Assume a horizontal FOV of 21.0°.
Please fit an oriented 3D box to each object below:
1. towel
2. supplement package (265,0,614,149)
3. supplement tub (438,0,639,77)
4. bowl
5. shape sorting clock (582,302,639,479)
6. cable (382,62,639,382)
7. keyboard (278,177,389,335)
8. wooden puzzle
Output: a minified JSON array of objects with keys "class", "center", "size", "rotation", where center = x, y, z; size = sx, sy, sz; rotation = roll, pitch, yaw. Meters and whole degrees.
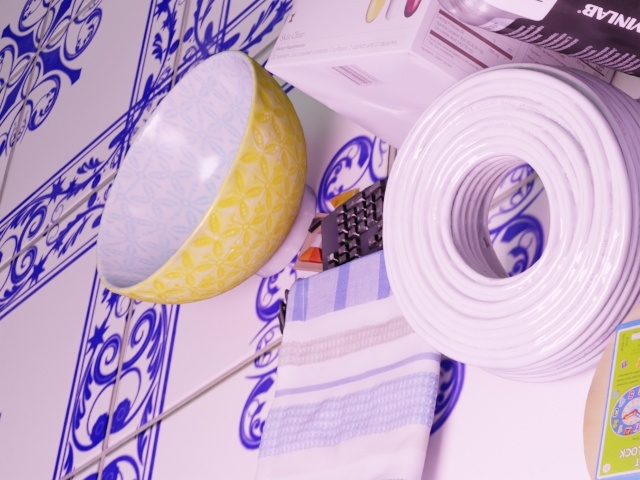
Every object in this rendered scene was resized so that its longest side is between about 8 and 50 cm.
[{"class":"towel","center":[0.025,0.133,1.560],"size":[0.209,0.034,0.285],"rotation":[-20,47,42]},{"class":"supplement package","center":[0.113,-0.180,1.586],"size":[0.262,0.204,0.145],"rotation":[3,66,60]},{"class":"supplement tub","center":[0.215,-0.233,1.308],"size":[0.193,0.316,0.194],"rotation":[-166,90,-73]},{"class":"bowl","center":[-0.100,-0.043,1.865],"size":[0.289,0.156,0.289],"rotation":[-39,34,34]},{"class":"shape sorting clock","center":[0.268,0.112,1.222],"size":[0.206,0.040,0.206],"rotation":[-35,38,33]},{"class":"cable","center":[0.164,-0.014,1.380],"size":[0.257,0.089,0.257],"rotation":[15,95,42]},{"class":"keyboard","center":[0.020,0.091,1.660],"size":[0.201,0.033,0.317],"rotation":[-41,35,33]},{"class":"wooden puzzle","center":[0.000,0.000,1.810],"size":[0.078,0.014,0.116],"rotation":[-10,56,56]}]
